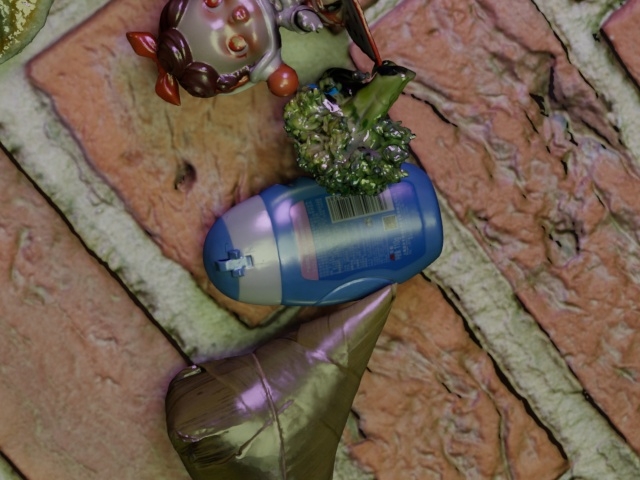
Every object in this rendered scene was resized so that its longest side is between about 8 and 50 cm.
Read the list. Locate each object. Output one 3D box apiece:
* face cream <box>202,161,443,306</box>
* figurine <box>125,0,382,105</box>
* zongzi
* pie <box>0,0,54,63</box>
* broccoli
[{"bbox_3d":[0.000,0.000,1.805,0.264,0.083,0.149,-12,98,-15],"label":"face cream"},{"bbox_3d":[-0.084,-0.227,1.691,0.226,0.160,0.183,-25,110,-2],"label":"figurine"},{"bbox_3d":[0.005,0.223,1.834,0.300,0.145,0.274,-28,115,-5],"label":"zongzi"},{"bbox_3d":[-0.355,-0.263,1.640,0.187,0.041,0.187,-5,107,-16],"label":"pie"},{"bbox_3d":[0.040,-0.128,1.729,0.154,0.167,0.160,36,120,8],"label":"broccoli"}]
